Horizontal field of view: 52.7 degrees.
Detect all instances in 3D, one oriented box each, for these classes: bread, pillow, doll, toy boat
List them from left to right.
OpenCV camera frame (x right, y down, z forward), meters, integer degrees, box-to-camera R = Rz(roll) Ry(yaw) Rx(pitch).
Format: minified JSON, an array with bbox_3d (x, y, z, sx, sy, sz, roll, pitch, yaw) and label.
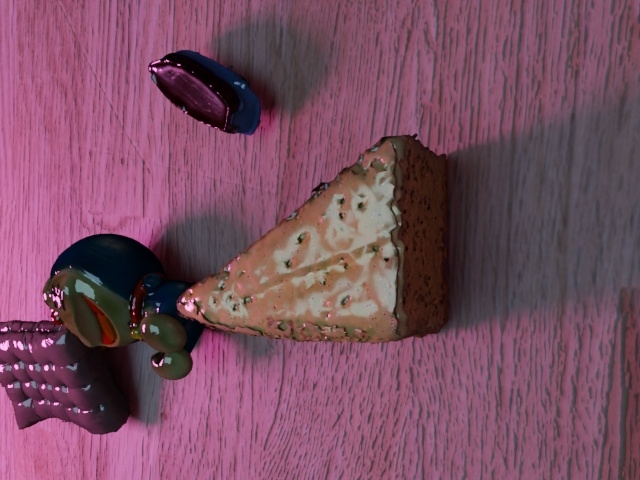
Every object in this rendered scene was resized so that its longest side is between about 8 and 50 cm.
[{"bbox_3d":[-0.521,0.263,1.260,0.327,0.101,0.228,-7,114,34],"label":"pillow"},{"bbox_3d":[-0.324,0.100,1.091,0.322,0.186,0.198,22,138,15],"label":"doll"},{"bbox_3d":[-0.173,-0.240,1.007,0.223,0.097,0.100,35,127,28],"label":"toy boat"},{"bbox_3d":[0.000,0.000,0.808,0.316,0.248,0.278,10,94,22],"label":"bread"}]

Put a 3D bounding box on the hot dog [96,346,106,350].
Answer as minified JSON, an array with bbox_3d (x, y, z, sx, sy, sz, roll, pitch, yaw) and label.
[{"bbox_3d":[-0.461,0.142,1.272,0.071,0.045,0.164,-21,81,37],"label":"hot dog"}]
